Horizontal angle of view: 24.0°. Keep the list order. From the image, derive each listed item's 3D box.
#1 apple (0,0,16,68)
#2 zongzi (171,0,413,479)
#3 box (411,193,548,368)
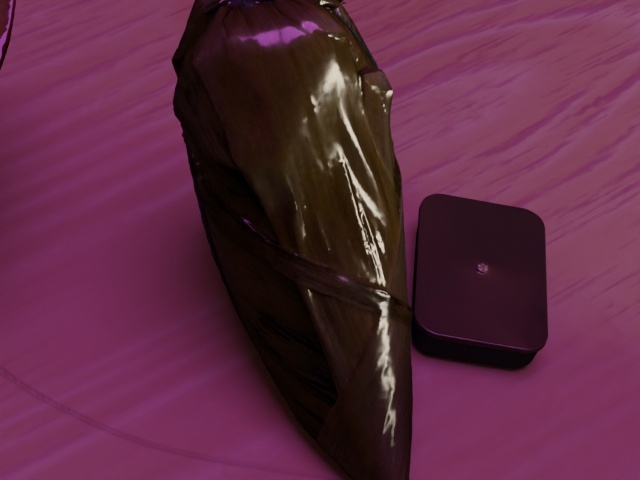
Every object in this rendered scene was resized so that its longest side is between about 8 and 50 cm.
[{"bbox_3d":[-0.370,-0.100,0.856,0.328,0.295,0.365,-9,46,32],"label":"apple"},{"bbox_3d":[0.000,0.000,0.872,0.125,0.251,0.274,-15,55,-5],"label":"zongzi"},{"bbox_3d":[0.105,0.028,1.011,0.091,0.031,0.126,9,49,-5],"label":"box"}]
